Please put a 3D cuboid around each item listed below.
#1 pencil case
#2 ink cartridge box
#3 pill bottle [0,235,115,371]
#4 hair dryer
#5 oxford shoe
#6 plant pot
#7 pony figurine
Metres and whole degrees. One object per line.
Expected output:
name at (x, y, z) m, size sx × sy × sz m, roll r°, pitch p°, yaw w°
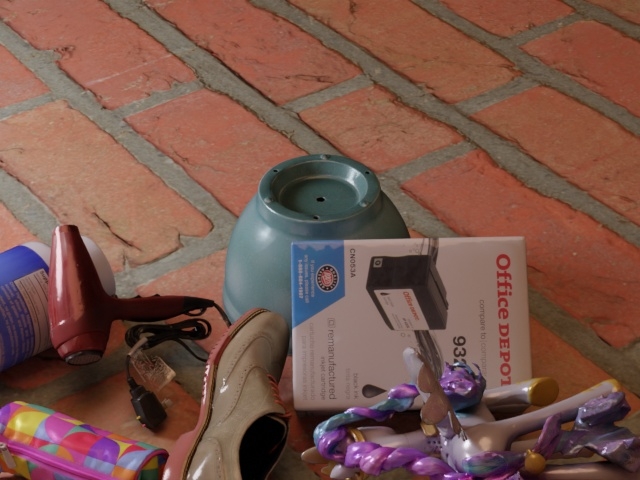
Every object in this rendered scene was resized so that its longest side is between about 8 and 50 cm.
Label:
pencil case at (-0.306, 0.274, 1.900) m, size 0.236 × 0.104 × 0.104 m, roll 13°, pitch 39°, yaw 20°
ink cartridge box at (0.117, 0.114, 1.985) m, size 0.307 × 0.129 × 0.223 m, roll -1°, pitch 79°, yaw 1°
pill bottle at (-0.425, 0.091, 2.102) m, size 0.272 × 0.152 × 0.152 m, roll -27°, pitch 43°, yaw -36°
hair dryer at (-0.271, 0.101, 2.064) m, size 0.293 × 0.080 × 0.223 m, roll 49°, pitch 44°, yaw -8°
oxford shoe at (-0.081, 0.220, 1.922) m, size 0.130 × 0.123 × 0.348 m, roll -10°, pitch 40°, yaw 28°
plant pot at (0.000, 0.000, 2.182) m, size 0.293 × 0.196 × 0.293 m, roll -1°, pitch 36°, yaw 0°
pony figurine at (0.180, 0.248, 1.736) m, size 0.363 × 0.303 × 0.351 m, roll -7°, pitch 5°, yaw -11°
